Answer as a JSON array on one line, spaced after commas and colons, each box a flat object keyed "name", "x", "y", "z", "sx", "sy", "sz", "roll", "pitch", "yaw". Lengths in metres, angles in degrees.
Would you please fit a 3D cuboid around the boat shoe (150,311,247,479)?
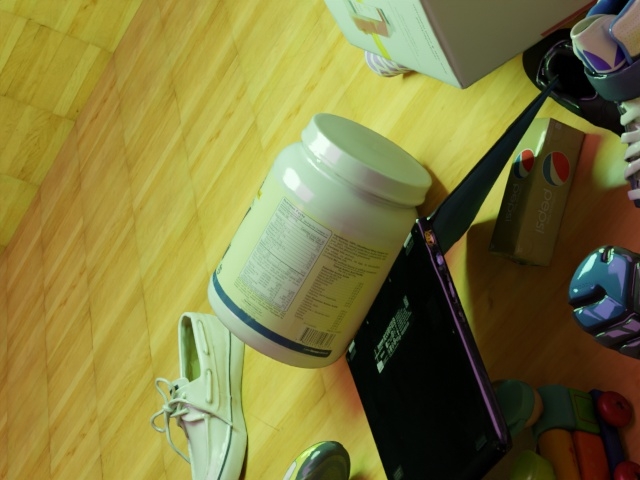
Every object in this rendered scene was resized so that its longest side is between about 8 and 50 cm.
[{"name": "boat shoe", "x": -0.219, "y": 0.277, "z": 2.204, "sx": 0.136, "sy": 0.157, "sz": 0.367, "roll": -41, "pitch": 39, "yaw": 45}]

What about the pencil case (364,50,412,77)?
[{"name": "pencil case", "x": 0.147, "y": -0.312, "z": 1.986, "sx": 0.206, "sy": 0.086, "sz": 0.088, "roll": -11, "pitch": 75, "yaw": 59}]

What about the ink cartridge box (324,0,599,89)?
[{"name": "ink cartridge box", "x": 0.187, "y": -0.370, "z": 1.738, "sx": 0.279, "sy": 0.160, "sz": 0.385, "roll": -34, "pitch": 26, "yaw": -9}]

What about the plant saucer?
[{"name": "plant saucer", "x": 0.217, "y": 0.254, "z": 1.559, "sx": 0.168, "sy": 0.029, "sz": 0.168, "roll": -41, "pitch": 38, "yaw": 44}]

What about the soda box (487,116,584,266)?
[{"name": "soda box", "x": 0.273, "y": -0.061, "z": 1.621, "sx": 0.058, "sy": 0.061, "sz": 0.181, "roll": 3, "pitch": 76, "yaw": 61}]

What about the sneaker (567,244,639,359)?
[{"name": "sneaker", "x": 0.396, "y": 0.118, "z": 1.221, "sx": 0.341, "sy": 0.140, "sz": 0.125, "roll": 49, "pitch": 119, "yaw": 37}]

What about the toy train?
[{"name": "toy train", "x": 0.261, "y": 0.262, "z": 1.344, "sx": 0.105, "sy": 0.143, "sz": 0.248, "roll": -46, "pitch": 36, "yaw": 40}]

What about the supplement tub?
[{"name": "supplement tub", "x": 0.000, "y": 0.000, "z": 1.897, "sx": 0.324, "sy": 0.235, "sz": 0.235, "roll": -60, "pitch": 29, "yaw": 19}]

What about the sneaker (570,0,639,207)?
[{"name": "sneaker", "x": 0.338, "y": -0.134, "z": 1.356, "sx": 0.130, "sy": 0.236, "sz": 0.322, "roll": -5, "pitch": 68, "yaw": 61}]

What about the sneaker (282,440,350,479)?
[{"name": "sneaker", "x": 0.002, "y": 0.429, "z": 1.781, "sx": 0.121, "sy": 0.111, "sz": 0.299, "roll": 2, "pitch": 80, "yaw": 51}]

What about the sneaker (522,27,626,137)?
[{"name": "sneaker", "x": 0.314, "y": -0.210, "z": 1.570, "sx": 0.109, "sy": 0.130, "sz": 0.286, "roll": -66, "pitch": 26, "yaw": 12}]

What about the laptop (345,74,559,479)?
[{"name": "laptop", "x": 0.189, "y": 0.091, "z": 1.509, "sx": 0.382, "sy": 0.236, "sz": 0.407, "roll": 111, "pitch": 145, "yaw": -61}]
